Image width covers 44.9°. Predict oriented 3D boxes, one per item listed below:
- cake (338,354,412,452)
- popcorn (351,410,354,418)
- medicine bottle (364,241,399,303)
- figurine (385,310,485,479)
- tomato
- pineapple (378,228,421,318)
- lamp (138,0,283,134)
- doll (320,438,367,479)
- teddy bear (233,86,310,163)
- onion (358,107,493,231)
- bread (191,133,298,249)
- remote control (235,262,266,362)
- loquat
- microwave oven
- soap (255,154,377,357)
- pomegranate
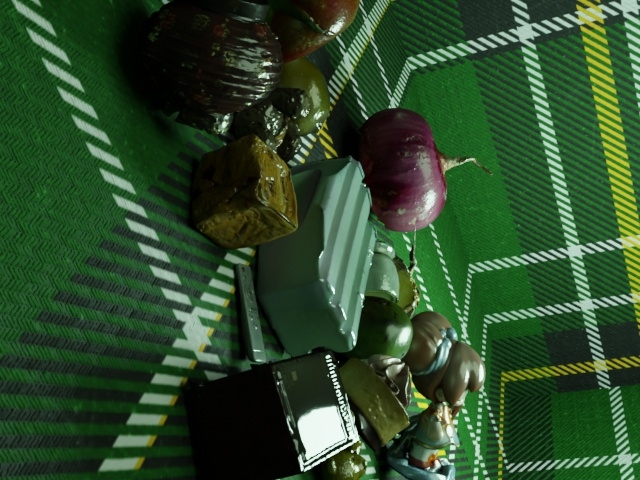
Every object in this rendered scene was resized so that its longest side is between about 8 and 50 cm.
[{"bbox_3d":[0.126,0.332,1.674,0.185,0.178,0.208,55,-7,-14],"label":"cake"},{"bbox_3d":[0.000,0.354,1.527,0.145,0.126,0.125,43,12,-33],"label":"popcorn"},{"bbox_3d":[0.119,0.088,1.921,0.147,0.147,0.143,46,35,-56],"label":"medicine bottle"},{"bbox_3d":[0.280,0.395,1.980,0.277,0.248,0.388,-18,125,-74],"label":"figurine"},{"bbox_3d":[-0.076,-0.496,1.512,0.239,0.304,0.303,-54,130,-61],"label":"tomato"},{"bbox_3d":[0.204,0.148,2.095,0.161,0.158,0.334,57,29,-46],"label":"pineapple"},{"bbox_3d":[-0.177,-0.293,1.249,0.247,0.247,0.246,-11,90,-70],"label":"lamp"},{"bbox_3d":[0.058,0.459,1.651,0.209,0.097,0.137,-67,135,-65],"label":"doll"},{"bbox_3d":[-0.098,-0.219,1.559,0.177,0.140,0.190,-59,155,-14],"label":"teddy bear"},{"bbox_3d":[0.253,-0.217,2.227,0.358,0.345,0.358,55,-4,6],"label":"onion"},{"bbox_3d":[-0.131,-0.076,1.357,0.158,0.143,0.149,50,28,-52],"label":"bread"},{"bbox_3d":[-0.132,0.133,1.415,0.050,0.027,0.184,29,49,-66],"label":"remote control"},{"bbox_3d":[-0.052,-0.320,1.693,0.195,0.152,0.152,66,21,1],"label":"loquat"},{"bbox_3d":[-0.080,0.283,1.253,0.247,0.188,0.178,3,71,-65],"label":"microwave oven"},{"bbox_3d":[0.000,0.000,1.640,0.446,0.156,0.261,-73,145,-51],"label":"soap"},{"bbox_3d":[0.116,0.242,1.820,0.187,0.187,0.225,-19,126,-69],"label":"pomegranate"}]
